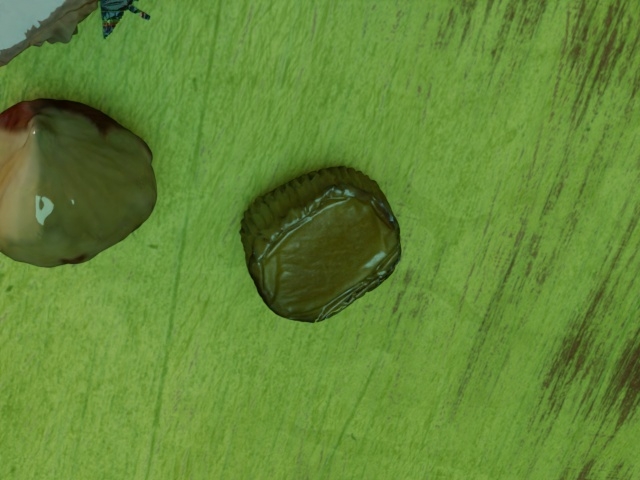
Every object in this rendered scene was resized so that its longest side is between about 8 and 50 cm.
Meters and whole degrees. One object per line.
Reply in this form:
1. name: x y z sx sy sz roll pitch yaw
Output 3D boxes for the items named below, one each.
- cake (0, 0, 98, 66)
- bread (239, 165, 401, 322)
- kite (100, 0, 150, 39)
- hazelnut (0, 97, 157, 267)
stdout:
1. cake: -0.396 -0.377 1.089 0.314 0.307 0.293 -36 115 6
2. bread: 0.000 0.000 1.440 0.253 0.142 0.227 -31 115 1
3. kite: -0.284 -0.344 1.295 0.090 0.004 0.122 38 103 -24
4. hazelnut: -0.368 -0.085 1.263 0.261 0.261 0.241 4 149 -13
